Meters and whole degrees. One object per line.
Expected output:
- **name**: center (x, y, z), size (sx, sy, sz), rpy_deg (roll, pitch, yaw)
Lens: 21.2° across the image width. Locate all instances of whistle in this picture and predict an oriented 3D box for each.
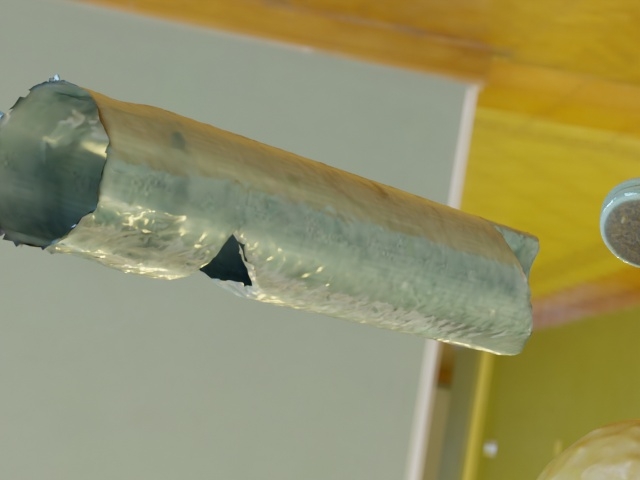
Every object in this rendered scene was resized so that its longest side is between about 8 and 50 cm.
- **whistle**: center (0.000, 0.000, 0.677), size (0.062, 0.062, 0.312), rpy_deg (3, 173, 37)

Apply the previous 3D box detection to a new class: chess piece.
- **chess piece**: center (0.233, -0.034, 1.166), size (0.067, 0.103, 0.067), rpy_deg (13, 129, 16)

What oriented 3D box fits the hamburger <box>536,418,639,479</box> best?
- **hamburger**: center (0.189, 0.180, 0.959), size (0.162, 0.162, 0.115), rpy_deg (1, 159, 45)
